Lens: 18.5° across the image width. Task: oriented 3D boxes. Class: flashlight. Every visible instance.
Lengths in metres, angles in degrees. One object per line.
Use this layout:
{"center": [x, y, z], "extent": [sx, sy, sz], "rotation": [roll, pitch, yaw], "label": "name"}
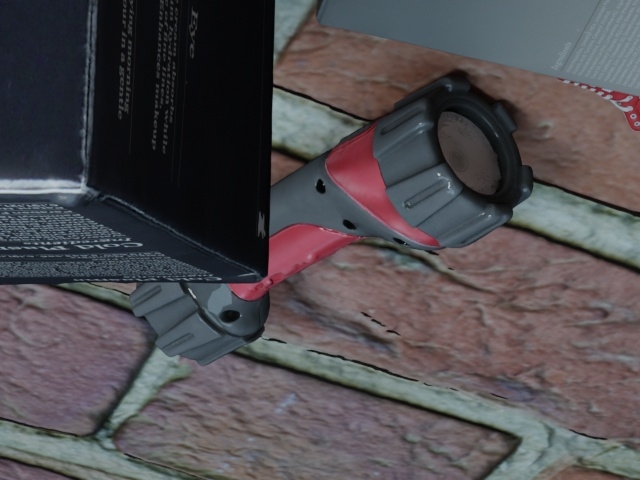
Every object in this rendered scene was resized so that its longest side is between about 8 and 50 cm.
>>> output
{"center": [0.000, 0.000, 1.298], "extent": [0.103, 0.103, 0.304], "rotation": [27, 139, -31], "label": "flashlight"}

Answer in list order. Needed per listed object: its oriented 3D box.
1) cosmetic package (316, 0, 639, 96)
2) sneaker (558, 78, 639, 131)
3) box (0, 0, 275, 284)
{"center": [0.125, -0.161, 1.029], "extent": [0.238, 0.127, 0.107], "rotation": [12, 145, -11], "label": "cosmetic package"}
{"center": [0.169, -0.100, 1.179], "extent": [0.118, 0.042, 0.067], "rotation": [2, 141, 2], "label": "sneaker"}
{"center": [-0.129, -0.163, 0.789], "extent": [0.179, 0.343, 0.312], "rotation": [0, 173, 10], "label": "box"}
